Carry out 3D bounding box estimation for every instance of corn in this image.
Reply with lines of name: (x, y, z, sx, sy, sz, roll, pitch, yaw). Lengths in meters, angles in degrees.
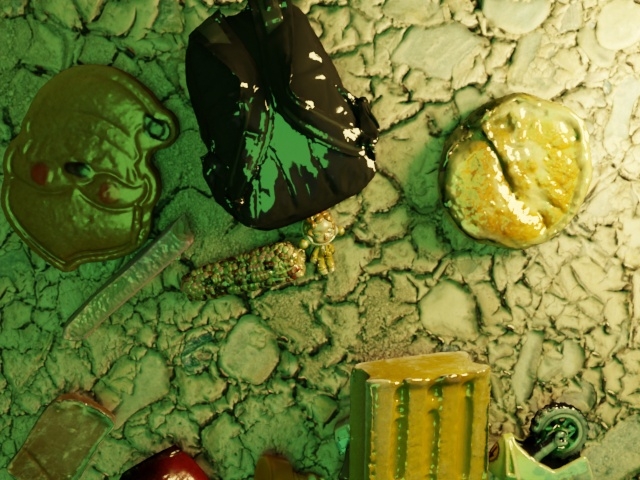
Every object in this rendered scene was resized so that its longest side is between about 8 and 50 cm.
corn: (-0.165, 0.071, 1.843, 0.280, 0.092, 0.092, -16, 100, 11)

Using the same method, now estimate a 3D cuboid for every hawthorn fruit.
hawthorn fruit: (-0.339, 0.592, 1.908, 0.249, 0.215, 0.215, 43, 101, -13)

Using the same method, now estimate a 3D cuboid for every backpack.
backpack: (-0.094, -0.254, 1.690, 0.363, 0.255, 0.446, -25, 96, 2)

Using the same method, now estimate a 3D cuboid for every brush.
brush: (0.037, 0.588, 1.933, 0.084, 0.071, 0.301, 11, 112, -5)

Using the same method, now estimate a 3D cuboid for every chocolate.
chocolate: (-0.590, 0.452, 1.947, 0.156, 0.080, 0.254, 32, 104, -19)

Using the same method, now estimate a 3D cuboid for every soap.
soap: (0.212, 0.423, 1.820, 0.293, 0.156, 0.335, -5, 103, -16)

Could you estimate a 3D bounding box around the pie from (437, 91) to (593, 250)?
pie: (0.405, -0.142, 1.770, 0.338, 0.077, 0.339, 0, 99, 1)

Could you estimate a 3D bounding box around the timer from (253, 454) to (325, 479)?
timer: (-0.063, 0.557, 1.932, 0.152, 0.132, 0.132, 7, 103, -22)

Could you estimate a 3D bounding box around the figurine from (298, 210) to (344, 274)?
figurine: (0.005, 0.000, 1.829, 0.101, 0.068, 0.143, -42, 118, -11)

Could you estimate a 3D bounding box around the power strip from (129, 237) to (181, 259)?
power strip: (-0.372, 0.017, 1.873, 0.136, 0.019, 0.051, 0, 104, 3)

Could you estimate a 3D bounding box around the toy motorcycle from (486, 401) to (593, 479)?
toy motorcycle: (0.506, 0.560, 1.862, 0.236, 0.169, 0.410, -17, 100, 8)

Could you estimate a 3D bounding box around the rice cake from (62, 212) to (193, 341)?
rice cake: (-0.420, 0.091, 1.852, 0.399, 0.070, 0.064, -40, 106, 16)

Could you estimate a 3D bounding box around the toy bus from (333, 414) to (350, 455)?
toy bus: (0.086, 0.427, 1.913, 0.122, 0.060, 0.075, -25, 96, 6)

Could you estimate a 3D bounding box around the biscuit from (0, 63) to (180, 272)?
biscuit: (-0.506, -0.151, 1.816, 0.349, 0.078, 0.456, 19, 101, 7)
